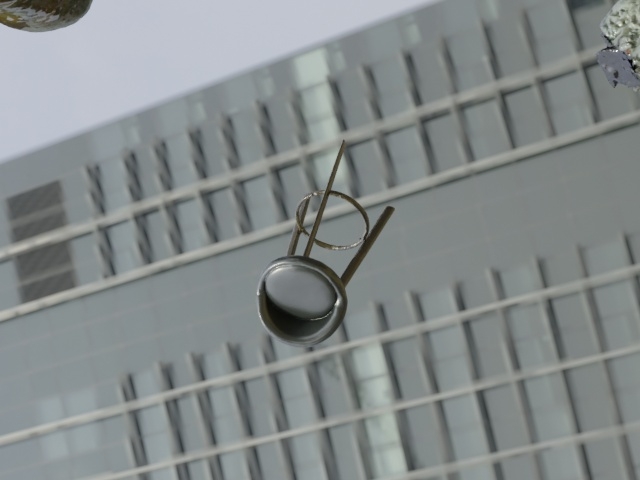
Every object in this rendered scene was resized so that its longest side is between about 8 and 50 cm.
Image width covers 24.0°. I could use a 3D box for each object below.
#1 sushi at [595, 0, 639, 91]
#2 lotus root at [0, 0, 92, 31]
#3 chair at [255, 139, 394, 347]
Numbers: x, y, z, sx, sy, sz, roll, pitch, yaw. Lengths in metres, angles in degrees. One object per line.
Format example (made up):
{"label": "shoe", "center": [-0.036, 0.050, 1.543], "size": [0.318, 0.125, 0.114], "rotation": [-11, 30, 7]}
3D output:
{"label": "sushi", "center": [0.475, -0.255, 2.097], "size": [0.115, 0.147, 0.212], "rotation": [46, -172, -37]}
{"label": "lotus root", "center": [-0.397, -0.388, 1.921], "size": [0.346, 0.251, 0.250], "rotation": [3, -108, -66]}
{"label": "chair", "center": [0.000, 0.001, 1.567], "size": [0.095, 0.104, 0.221], "rotation": [81, -159, -43]}
